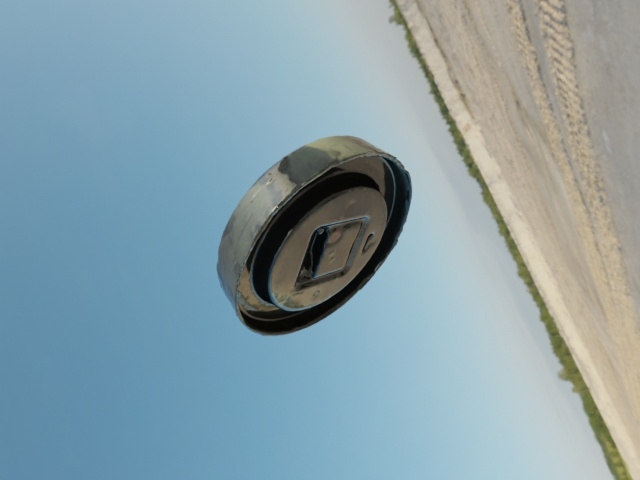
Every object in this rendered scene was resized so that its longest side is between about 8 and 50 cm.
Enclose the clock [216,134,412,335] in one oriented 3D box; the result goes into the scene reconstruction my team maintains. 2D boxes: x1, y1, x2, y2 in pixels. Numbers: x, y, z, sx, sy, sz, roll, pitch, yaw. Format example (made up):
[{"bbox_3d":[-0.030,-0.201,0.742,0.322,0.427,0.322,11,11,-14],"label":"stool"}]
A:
[{"bbox_3d":[0.000,0.000,0.579,0.055,0.280,0.280,43,-172,32],"label":"clock"}]
